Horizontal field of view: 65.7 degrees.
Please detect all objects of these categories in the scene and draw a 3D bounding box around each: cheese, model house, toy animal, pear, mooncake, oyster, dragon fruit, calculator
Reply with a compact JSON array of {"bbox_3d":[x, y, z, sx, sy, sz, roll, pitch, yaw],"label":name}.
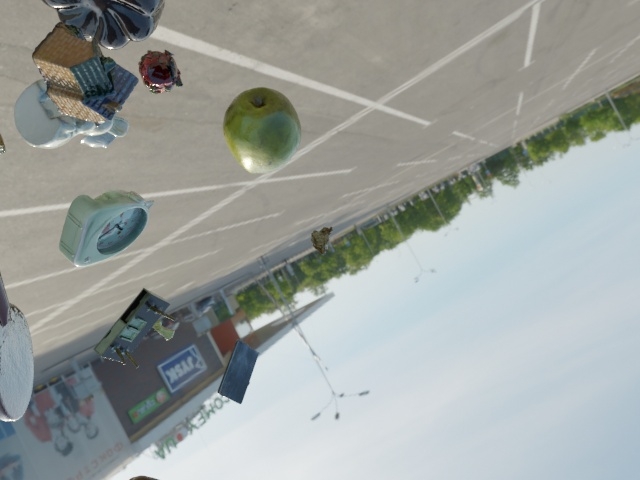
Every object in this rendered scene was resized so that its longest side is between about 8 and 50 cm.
[{"bbox_3d":[-0.553,0.313,1.742,0.044,0.083,0.030,-44,-167,4],"label":"cheese"},{"bbox_3d":[-0.523,-0.376,1.142,0.183,0.172,0.166,86,28,-65],"label":"model house"},{"bbox_3d":[-0.804,-0.414,1.641,0.241,0.196,0.368,-23,-171,36],"label":"toy animal"},{"bbox_3d":[-0.191,-0.352,1.625,0.253,0.253,0.307,-27,149,-21],"label":"pear"},{"bbox_3d":[-0.540,-0.628,1.225,0.307,0.154,0.306,-1,142,-1],"label":"mooncake"},{"bbox_3d":[0.001,0.001,1.594,0.086,0.029,0.132,-6,-142,33],"label":"oyster"},{"bbox_3d":[-0.587,-0.621,1.835,0.160,0.167,0.172,-47,-158,15],"label":"dragon fruit"},{"bbox_3d":[-0.370,0.600,2.254,0.021,0.161,0.261,-6,-128,36],"label":"calculator"}]

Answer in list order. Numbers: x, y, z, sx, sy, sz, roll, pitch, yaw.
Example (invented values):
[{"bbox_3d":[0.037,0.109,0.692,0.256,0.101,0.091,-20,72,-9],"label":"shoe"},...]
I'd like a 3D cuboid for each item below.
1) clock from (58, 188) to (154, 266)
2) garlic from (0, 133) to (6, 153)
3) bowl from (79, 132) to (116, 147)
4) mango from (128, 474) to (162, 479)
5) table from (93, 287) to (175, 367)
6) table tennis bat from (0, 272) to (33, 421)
[{"bbox_3d":[-0.722,-0.059,1.711,0.265,0.109,0.324,-58,166,29],"label":"clock"},{"bbox_3d":[-1.172,-0.362,1.674,0.196,0.101,0.087,11,143,-36],"label":"garlic"},{"bbox_3d":[-0.900,-0.443,2.062,0.189,0.086,0.189,-37,-156,20],"label":"bowl"},{"bbox_3d":[-0.468,0.793,1.479,0.111,0.268,0.133,-43,156,-53],"label":"mango"},{"bbox_3d":[-0.576,0.291,1.580,0.240,0.111,0.121,-53,155,-9],"label":"table"},{"bbox_3d":[-0.774,0.257,1.223,0.051,0.414,0.268,-3,-153,-14],"label":"table tennis bat"}]
